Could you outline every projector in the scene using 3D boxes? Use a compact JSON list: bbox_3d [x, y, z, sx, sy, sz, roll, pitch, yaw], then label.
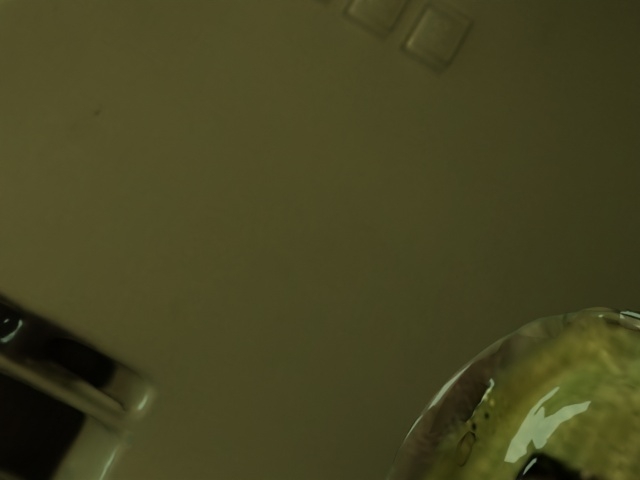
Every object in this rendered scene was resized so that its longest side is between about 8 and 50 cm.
[{"bbox_3d":[0.000,0.000,0.475,0.198,0.250,0.108,-61,14,1],"label":"projector"}]

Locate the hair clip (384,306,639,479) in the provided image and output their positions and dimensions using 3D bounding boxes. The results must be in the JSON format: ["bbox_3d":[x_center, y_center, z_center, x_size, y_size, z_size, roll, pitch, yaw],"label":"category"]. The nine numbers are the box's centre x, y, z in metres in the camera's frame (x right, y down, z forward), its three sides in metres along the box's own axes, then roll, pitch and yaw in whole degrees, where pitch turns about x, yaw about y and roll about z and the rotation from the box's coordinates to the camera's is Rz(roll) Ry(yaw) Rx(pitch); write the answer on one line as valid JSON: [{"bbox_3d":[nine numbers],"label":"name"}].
[{"bbox_3d":[0.019,0.172,0.362,0.321,0.138,0.091,-61,-16,3],"label":"hair clip"}]
